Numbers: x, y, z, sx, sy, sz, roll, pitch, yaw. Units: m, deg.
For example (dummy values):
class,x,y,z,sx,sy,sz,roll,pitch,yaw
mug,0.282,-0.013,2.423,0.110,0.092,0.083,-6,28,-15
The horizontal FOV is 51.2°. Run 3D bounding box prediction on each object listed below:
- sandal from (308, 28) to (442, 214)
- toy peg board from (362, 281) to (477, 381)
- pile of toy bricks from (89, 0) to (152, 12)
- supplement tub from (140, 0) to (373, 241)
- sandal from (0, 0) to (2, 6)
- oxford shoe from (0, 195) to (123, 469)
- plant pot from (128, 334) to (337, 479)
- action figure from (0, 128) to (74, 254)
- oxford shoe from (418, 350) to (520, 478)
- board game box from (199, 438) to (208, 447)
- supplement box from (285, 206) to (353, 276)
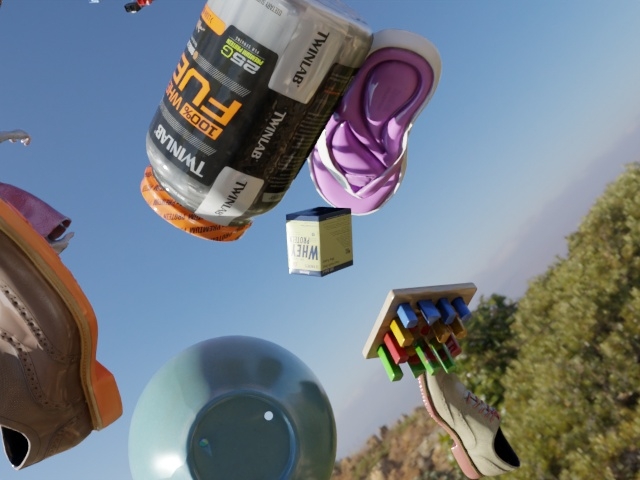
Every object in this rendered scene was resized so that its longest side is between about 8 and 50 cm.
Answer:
class,x,y,z,sx,sy,sz,roll,pitch,yaw
sandal,0.064,-0.147,1.039,0.416,0.169,0.102,104,-179,-57
toy peg board,0.175,0.156,1.096,0.161,0.079,0.160,-3,-45,-24
pile of toy bricks,-0.389,-0.537,1.348,0.105,0.212,0.118,-50,-43,-35
supplement tub,-0.095,-0.177,0.878,0.338,0.207,0.207,-58,-17,22
sandal,-0.523,-0.335,0.865,0.060,0.219,0.090,-98,14,-60
oxford shoe,-0.294,0.098,0.634,0.133,0.130,0.363,-37,-40,-32
plant pot,-0.106,0.261,0.858,0.290,0.290,0.195,-42,-3,-16
action figure,-0.641,-0.073,1.192,0.248,0.370,0.275,-39,20,21
oxford shoe,0.323,0.363,1.449,0.130,0.348,0.123,-19,21,36
board game box,-0.095,0.276,0.856,0.169,0.133,0.033,21,-84,-49
supplement box,0.000,0.000,0.924,0.083,0.056,0.083,-17,-72,-53
